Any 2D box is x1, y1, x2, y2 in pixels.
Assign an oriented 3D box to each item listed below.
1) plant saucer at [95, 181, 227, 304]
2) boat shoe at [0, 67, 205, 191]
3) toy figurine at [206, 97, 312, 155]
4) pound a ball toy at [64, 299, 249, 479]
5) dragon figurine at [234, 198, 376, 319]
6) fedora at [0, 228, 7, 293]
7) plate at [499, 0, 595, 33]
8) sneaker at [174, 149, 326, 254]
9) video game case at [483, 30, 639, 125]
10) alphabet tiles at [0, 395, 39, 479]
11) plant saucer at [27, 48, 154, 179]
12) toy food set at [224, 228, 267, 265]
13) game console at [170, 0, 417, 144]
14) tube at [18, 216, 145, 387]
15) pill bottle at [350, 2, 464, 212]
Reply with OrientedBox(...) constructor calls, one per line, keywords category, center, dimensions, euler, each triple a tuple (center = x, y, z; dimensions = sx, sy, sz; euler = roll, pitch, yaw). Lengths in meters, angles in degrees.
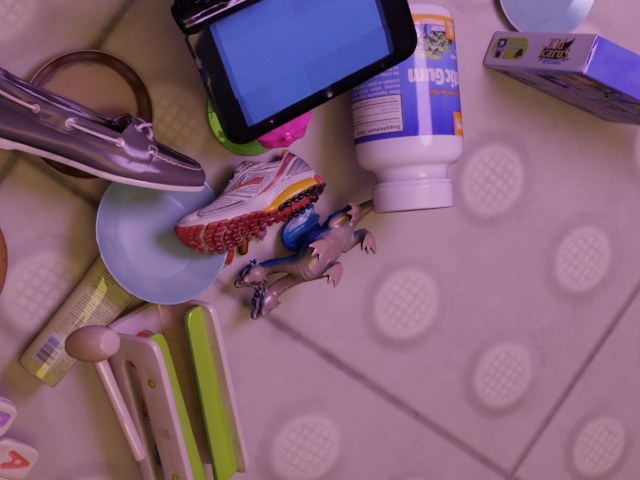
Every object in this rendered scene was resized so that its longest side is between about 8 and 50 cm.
OrientedBox(category="plant saucer", center=(-0.217, -0.009, 1.305), dimensions=(0.195, 0.037, 0.194), euler=(6, 79, -34))
OrientedBox(category="boat shoe", center=(-0.290, -0.139, 1.189), dimensions=(0.335, 0.112, 0.095), euler=(14, 102, -22))
OrientedBox(category="toy figurine", center=(-0.073, -0.187, 1.278), dimensions=(0.130, 0.159, 0.173), euler=(-21, 110, -18))
OrientedBox(category="pound a ball toy", center=(-0.233, 0.219, 1.305), dimensions=(0.208, 0.136, 0.319), euler=(-34, 120, -47))
OrientedBox(category="dragon figurine", center=(0.000, 0.000, 1.398), dimensions=(0.289, 0.144, 0.085), euler=(-46, 116, -28))
OrientedBox(category="fedora", center=(-0.485, 0.030, 1.196), dimensions=(0.194, 0.079, 0.194), euler=(-4, 98, -25))
OrientedBox(category="plate", center=(0.346, -0.402, 1.484), dimensions=(0.188, 0.024, 0.188), euler=(-6, 106, -23))
OrientedBox(category="sneaker", center=(-0.105, -0.054, 1.330), dimensions=(0.225, 0.088, 0.092), euler=(-27, 68, -31))
OrientedBox(category="video game case", center=(0.420, -0.235, 1.435), dimensions=(0.270, 0.244, 0.061), euler=(18, 95, -27))
OrientedBox(category="alphabet tiles", center=(-0.520, 0.300, 1.238), dimensions=(0.278, 0.021, 0.284), euler=(29, 102, -37))
OrientedBox(category="plant saucer", center=(-0.302, -0.163, 1.256), dimensions=(0.168, 0.029, 0.168), euler=(-6, 104, -23))
OrientedBox(category="toy food set", center=(-0.116, -0.012, 1.380), dimensions=(0.078, 0.019, 0.122), euler=(37, 87, -27))
OrientedBox(category="game console", center=(-0.002, -0.270, 1.107), dimensions=(0.293, 0.250, 0.173), euler=(-31, 89, -17))
OrientedBox(category="tube", center=(-0.305, 0.087, 1.306), dimensions=(0.240, 0.062, 0.070), euler=(-52, 160, -10))
OrientedBox(category="pill bottle", center=(0.119, -0.177, 1.336), dimensions=(0.152, 0.152, 0.272), euler=(-5, 90, -23))
